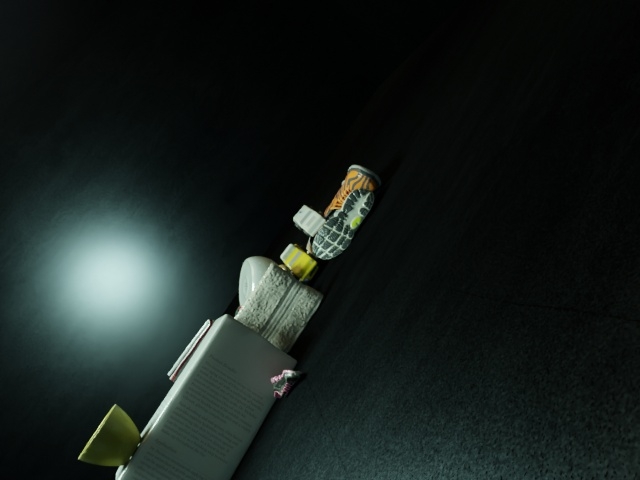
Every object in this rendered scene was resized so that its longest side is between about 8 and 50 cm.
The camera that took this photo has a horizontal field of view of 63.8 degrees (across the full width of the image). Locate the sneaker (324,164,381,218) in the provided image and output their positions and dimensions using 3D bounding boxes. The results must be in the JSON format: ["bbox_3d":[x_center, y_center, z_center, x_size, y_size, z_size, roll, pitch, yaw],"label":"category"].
[{"bbox_3d":[0.108,-0.142,1.808,0.180,0.124,0.321,-61,0,-12],"label":"sneaker"}]

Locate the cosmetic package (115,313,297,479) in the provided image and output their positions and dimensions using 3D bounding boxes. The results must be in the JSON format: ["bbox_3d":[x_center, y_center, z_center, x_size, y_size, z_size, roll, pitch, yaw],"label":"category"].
[{"bbox_3d":[-0.282,0.441,1.298,0.454,0.230,0.161,-58,10,-22],"label":"cosmetic package"}]

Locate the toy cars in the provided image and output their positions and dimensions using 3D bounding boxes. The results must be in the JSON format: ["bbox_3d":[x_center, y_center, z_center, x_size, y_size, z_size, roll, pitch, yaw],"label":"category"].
[{"bbox_3d":[-0.073,-0.015,1.857,0.176,0.087,0.394,-29,33,35],"label":"toy cars"}]

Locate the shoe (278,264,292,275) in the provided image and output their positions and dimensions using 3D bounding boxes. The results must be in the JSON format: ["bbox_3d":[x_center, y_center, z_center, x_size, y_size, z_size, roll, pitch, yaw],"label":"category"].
[{"bbox_3d":[-0.119,0.160,1.764,0.058,0.076,0.219,-33,-37,-35],"label":"shoe"}]

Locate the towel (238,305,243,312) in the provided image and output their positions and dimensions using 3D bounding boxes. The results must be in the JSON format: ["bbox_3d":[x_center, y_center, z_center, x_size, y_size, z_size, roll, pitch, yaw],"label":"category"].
[{"bbox_3d":[-0.307,0.392,1.846,0.199,0.031,0.275,-105,30,-66],"label":"towel"}]

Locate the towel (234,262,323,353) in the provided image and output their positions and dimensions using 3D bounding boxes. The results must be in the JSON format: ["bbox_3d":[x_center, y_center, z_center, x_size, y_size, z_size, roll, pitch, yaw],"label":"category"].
[{"bbox_3d":[-0.142,0.226,1.481,0.282,0.187,0.049,-56,8,-1],"label":"towel"}]

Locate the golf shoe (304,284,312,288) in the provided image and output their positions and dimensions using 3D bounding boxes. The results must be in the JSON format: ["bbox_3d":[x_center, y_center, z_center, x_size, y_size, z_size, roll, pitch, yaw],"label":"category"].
[{"bbox_3d":[-0.060,0.181,1.638,0.093,0.077,0.198,-24,4,5],"label":"golf shoe"}]

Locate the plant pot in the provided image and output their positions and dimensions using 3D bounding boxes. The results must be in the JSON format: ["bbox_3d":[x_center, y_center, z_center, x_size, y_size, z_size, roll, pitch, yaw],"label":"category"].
[{"bbox_3d":[-0.473,0.463,1.186,0.134,0.095,0.134,-52,11,14],"label":"plant pot"}]

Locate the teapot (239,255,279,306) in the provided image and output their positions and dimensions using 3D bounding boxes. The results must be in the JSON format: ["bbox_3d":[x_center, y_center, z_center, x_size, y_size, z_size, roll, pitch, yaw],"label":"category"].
[{"bbox_3d":[-0.199,0.179,1.976,0.256,0.186,0.253,-110,31,-47],"label":"teapot"}]

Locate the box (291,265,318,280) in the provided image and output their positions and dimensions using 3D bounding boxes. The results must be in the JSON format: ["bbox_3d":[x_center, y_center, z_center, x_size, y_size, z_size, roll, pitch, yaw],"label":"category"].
[{"bbox_3d":[-0.063,0.112,1.888,0.059,0.054,0.169,-57,11,-14],"label":"box"}]

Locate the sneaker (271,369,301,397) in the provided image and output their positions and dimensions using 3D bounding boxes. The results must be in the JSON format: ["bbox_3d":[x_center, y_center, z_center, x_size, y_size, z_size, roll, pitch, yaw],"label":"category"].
[{"bbox_3d":[-0.082,0.348,1.239,0.119,0.047,0.057,-45,36,48],"label":"sneaker"}]

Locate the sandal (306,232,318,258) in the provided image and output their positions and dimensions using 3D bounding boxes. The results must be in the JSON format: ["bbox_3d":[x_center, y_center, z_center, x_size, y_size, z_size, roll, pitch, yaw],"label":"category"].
[{"bbox_3d":[0.005,-0.008,1.904,0.102,0.076,0.265,-60,10,-30],"label":"sandal"}]

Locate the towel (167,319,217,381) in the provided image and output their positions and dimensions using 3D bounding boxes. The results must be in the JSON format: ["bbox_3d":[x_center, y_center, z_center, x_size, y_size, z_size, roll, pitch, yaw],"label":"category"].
[{"bbox_3d":[-0.283,0.344,1.595,0.237,0.037,0.328,-53,-34,13],"label":"towel"}]

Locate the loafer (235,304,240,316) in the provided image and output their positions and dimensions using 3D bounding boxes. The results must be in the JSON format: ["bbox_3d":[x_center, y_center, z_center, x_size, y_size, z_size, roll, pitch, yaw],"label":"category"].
[{"bbox_3d":[-0.315,0.280,2.487,0.268,0.096,0.084,-62,30,-3],"label":"loafer"}]

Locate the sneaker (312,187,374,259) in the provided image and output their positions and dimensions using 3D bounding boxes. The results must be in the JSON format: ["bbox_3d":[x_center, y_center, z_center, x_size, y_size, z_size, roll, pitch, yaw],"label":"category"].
[{"bbox_3d":[0.085,-0.048,1.685,0.275,0.107,0.110,-49,-9,4],"label":"sneaker"}]
